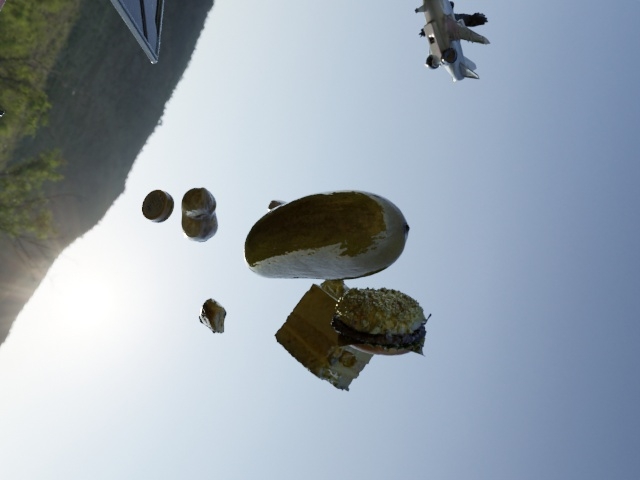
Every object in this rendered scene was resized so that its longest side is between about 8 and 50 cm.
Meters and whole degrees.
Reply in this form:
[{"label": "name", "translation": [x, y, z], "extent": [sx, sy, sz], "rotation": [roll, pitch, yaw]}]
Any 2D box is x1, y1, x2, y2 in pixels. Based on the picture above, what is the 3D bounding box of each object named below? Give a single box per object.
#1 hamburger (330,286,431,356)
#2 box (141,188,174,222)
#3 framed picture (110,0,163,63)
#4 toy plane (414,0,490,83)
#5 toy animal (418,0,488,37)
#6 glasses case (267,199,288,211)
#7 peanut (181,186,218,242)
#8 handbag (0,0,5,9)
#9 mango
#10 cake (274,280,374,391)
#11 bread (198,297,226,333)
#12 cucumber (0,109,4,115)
[{"label": "hamburger", "translation": [0.148, 0.186, 1.190], "extent": [0.262, 0.243, 0.139], "rotation": [-86, -177, -81]}, {"label": "box", "translation": [-0.507, -0.107, 1.524], "extent": [0.105, 0.037, 0.106], "rotation": [-7, -107, 23]}, {"label": "framed picture", "translation": [-0.354, -0.535, 0.955], "extent": [0.016, 0.213, 0.289], "rotation": [-2, -106, 4]}, {"label": "toy plane", "translation": [0.312, -0.512, 1.232], "extent": [0.101, 0.255, 0.251], "rotation": [-35, -161, -9]}, {"label": "toy animal", "translation": [0.414, -0.695, 1.553], "extent": [0.220, 0.108, 0.062], "rotation": [-2, -120, 30]}, {"label": "glasses case", "translation": [-0.040, -0.056, 1.640], "extent": [0.075, 0.296, 0.113], "rotation": [-64, -160, -2]}, {"label": "peanut", "translation": [-0.394, -0.084, 1.601], "extent": [0.253, 0.122, 0.137], "rotation": [104, -32, -45]}, {"label": "handbag", "translation": [-0.749, -0.588, 1.069], "extent": [0.190, 0.127, 0.063], "rotation": [-25, -100, 38]}, {"label": "mango", "translation": [0.000, -0.005, 0.909], "extent": [0.331, 0.195, 0.142], "rotation": [-6, -129, 13]}, {"label": "cake", "translation": [0.054, 0.256, 1.443], "extent": [0.227, 0.222, 0.286], "rotation": [34, -95, 34]}, {"label": "bread", "translation": [-0.268, 0.185, 1.209], "extent": [0.106, 0.053, 0.072], "rotation": [15, -82, 58]}, {"label": "cucumber", "translation": [-0.933, -0.262, 1.208], "extent": [0.300, 0.072, 0.072], "rotation": [-32, -147, -12]}]
